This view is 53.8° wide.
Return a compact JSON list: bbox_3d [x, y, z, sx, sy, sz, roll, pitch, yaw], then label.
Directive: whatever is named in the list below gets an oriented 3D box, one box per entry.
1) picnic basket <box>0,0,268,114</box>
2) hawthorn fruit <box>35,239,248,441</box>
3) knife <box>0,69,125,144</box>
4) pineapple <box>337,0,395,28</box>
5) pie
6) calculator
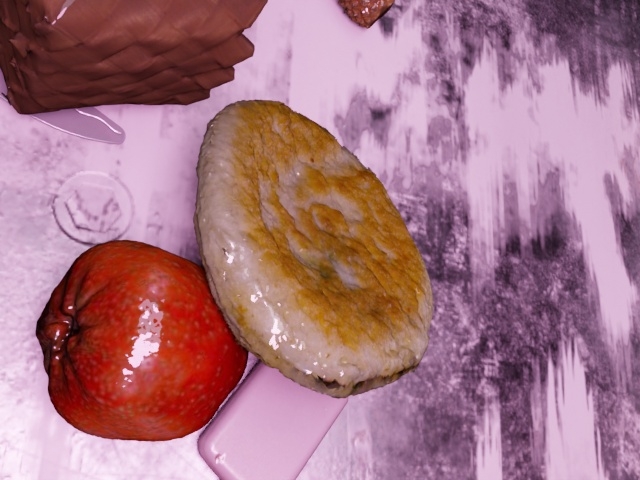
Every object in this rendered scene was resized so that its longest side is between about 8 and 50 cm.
[{"bbox_3d":[-0.145,-0.276,0.561,0.321,0.254,0.291,-18,92,-31],"label":"picnic basket"},{"bbox_3d":[-0.132,0.091,0.532,0.194,0.157,0.157,32,60,-43],"label":"hawthorn fruit"},{"bbox_3d":[-0.293,-0.163,0.587,0.244,0.032,0.058,42,56,-15],"label":"knife"},{"bbox_3d":[0.023,-0.338,0.780,0.159,0.074,0.074,43,60,-7],"label":"pineapple"},{"bbox_3d":[0.000,0.000,0.600,0.323,0.070,0.323,36,36,-31],"label":"pie"},{"bbox_3d":[-0.042,0.173,0.612,0.100,0.032,0.175,45,60,-9],"label":"calculator"}]
